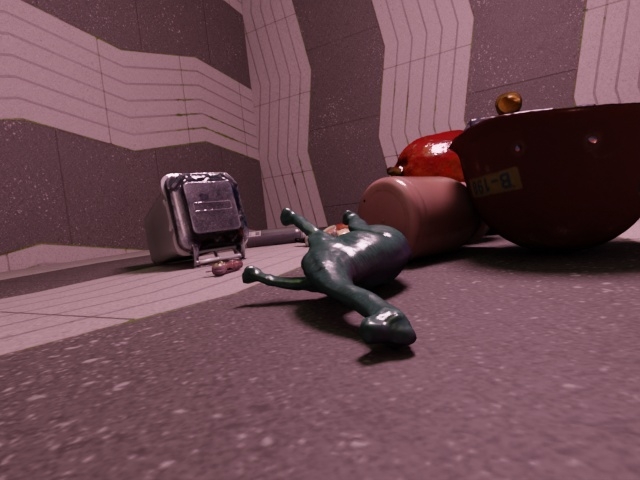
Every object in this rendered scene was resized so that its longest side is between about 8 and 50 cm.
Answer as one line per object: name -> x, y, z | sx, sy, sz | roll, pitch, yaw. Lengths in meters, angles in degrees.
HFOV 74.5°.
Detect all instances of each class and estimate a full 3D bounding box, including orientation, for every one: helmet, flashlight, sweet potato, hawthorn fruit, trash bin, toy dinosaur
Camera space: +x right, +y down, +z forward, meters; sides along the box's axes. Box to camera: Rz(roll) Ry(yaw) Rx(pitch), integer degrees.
helmet -> 0.416, -0.094, 0.767 | 0.336, 0.231, 0.385 | -4, 1, -19
flashlight -> -0.222, 0.061, 1.000 | 0.051, 0.032, 0.110 | -5, 4, 26
sweet potato -> 0.568, -0.408, 1.282 | 0.076, 0.077, 0.243 | -5, 6, 20
hawthorn fruit -> 0.317, -0.162, 1.130 | 0.306, 0.266, 0.265 | 1, 0, -27
trash bin -> -0.423, -0.032, 1.379 | 0.255, 0.297, 0.367 | -11, -8, -42
toy dinosaur -> 0.091, 0.036, 0.554 | 0.383, 0.130, 0.330 | -8, 14, -39

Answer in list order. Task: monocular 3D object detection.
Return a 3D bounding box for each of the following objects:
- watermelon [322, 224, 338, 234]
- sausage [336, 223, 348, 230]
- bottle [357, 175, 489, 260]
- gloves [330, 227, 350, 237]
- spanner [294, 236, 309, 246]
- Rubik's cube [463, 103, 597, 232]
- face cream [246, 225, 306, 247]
watermelon -> 0.029, 0.003, 1.297 | 0.092, 0.085, 0.072 | -42, 31, -1
sausage -> 0.112, -0.034, 1.611 | 0.141, 0.076, 0.076 | -4, 4, 12
bottle -> 0.232, -0.046, 0.919 | 0.296, 0.173, 0.206 | -9, -29, -36
gloves -> 0.068, 0.004, 1.116 | 0.114, 0.071, 0.153 | -15, -2, -7
spanner -> 0.000, 0.000, 1.522 | 0.095, 0.040, 0.324 | -8, 5, -35
Rubik's cube -> 0.634, -0.208, 1.331 | 0.336, 0.345, 0.343 | -7, 3, 12
face cream -> -0.188, -0.018, 1.860 | 0.283, 0.073, 0.073 | -6, 4, 1
